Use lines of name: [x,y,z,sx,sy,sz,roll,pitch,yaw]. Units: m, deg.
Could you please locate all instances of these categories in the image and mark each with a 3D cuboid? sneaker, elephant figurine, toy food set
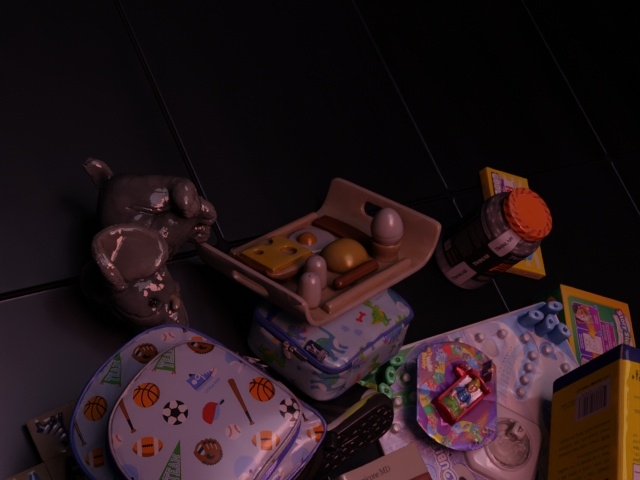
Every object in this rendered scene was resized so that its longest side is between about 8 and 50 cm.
sneaker: [-0.004,0.270,1.457,0.234,0.084,0.097,-23,34,-29]
elephant figurine: [-0.240,0.034,1.360,0.169,0.186,0.239,64,36,-48]
toy food set: [0.000,0.000,1.514,0.219,0.092,0.306,27,36,34]

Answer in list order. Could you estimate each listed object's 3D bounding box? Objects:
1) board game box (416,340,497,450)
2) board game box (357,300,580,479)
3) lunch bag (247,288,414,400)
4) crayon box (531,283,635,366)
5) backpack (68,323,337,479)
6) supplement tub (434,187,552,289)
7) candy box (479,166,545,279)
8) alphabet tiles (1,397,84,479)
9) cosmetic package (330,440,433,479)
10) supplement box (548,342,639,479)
board game box: [0.210,0.225,1.545,0.133,0.033,0.169,12,63,-16]
board game box: [0.287,0.310,1.584,0.390,0.050,0.390,-14,73,-26]
lunch bag: [0.012,0.122,1.505,0.176,0.090,0.219,37,42,25]
crayon box: [0.468,0.227,1.797,0.165,0.081,0.278,16,56,-27]
backpack: [-0.153,0.232,1.189,0.263,0.213,0.276,30,58,18]
supplement tub: [0.288,-0.005,1.733,0.117,0.190,0.117,17,56,-26]
candy box: [0.352,-0.032,1.906,0.105,0.027,0.206,14,57,-32]
alphabet tiles: [-0.203,0.327,1.236,0.285,0.011,0.342,-21,66,-26]
cosmetic package: [0.108,0.440,1.384,0.153,0.129,0.296,-16,74,-40]
supplement box: [0.455,0.360,1.483,0.194,0.195,0.357,17,61,-13]
